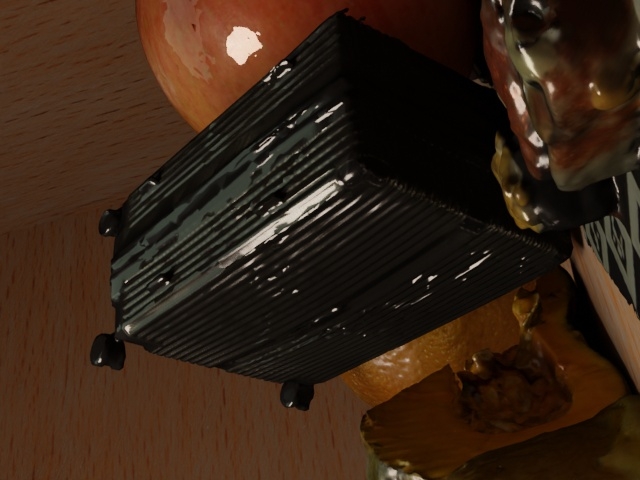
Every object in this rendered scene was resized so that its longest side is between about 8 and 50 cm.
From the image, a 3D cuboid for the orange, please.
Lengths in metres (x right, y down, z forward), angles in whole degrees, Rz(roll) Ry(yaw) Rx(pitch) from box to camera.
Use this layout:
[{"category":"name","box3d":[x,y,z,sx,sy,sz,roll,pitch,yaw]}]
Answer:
[{"category":"orange","box3d":[0.114,0.056,0.995,0.264,0.264,0.264,-15,-90,-82]}]

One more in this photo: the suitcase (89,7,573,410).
[{"category":"suitcase","box3d":[0.000,0.000,0.763,0.229,0.335,0.152,18,-126,-36]}]

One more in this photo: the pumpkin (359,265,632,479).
[{"category":"pumpkin","box3d":[0.128,0.144,0.706,0.280,0.190,0.139,-83,-24,-68]}]

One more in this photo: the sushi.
[{"category":"sushi","box3d":[0.107,-0.078,0.483,0.292,0.059,0.294,-81,-25,-70]}]

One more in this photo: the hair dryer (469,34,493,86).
[{"category":"hair dryer","box3d":[0.177,-0.198,1.098,0.114,0.037,0.063,-106,-5,-53]}]

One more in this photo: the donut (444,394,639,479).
[{"category":"donut","box3d":[0.128,0.189,0.399,0.208,0.128,0.262,-87,-20,-61]}]

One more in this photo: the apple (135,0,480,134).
[{"category":"apple","box3d":[-0.004,-0.226,1.013,0.364,0.363,0.364,-15,-90,-82]}]
